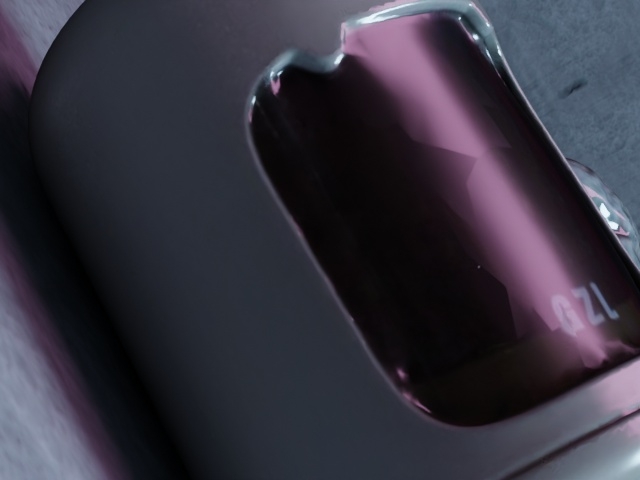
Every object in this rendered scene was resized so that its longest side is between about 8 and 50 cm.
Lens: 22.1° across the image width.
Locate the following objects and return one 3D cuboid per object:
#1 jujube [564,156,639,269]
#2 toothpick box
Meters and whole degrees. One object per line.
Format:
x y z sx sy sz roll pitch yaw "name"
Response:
0.162 0.043 1.420 0.215 0.246 0.308 57 -9 16 "jujube"
0.000 0.000 0.696 0.316 0.229 0.229 60 7 14 "toothpick box"
